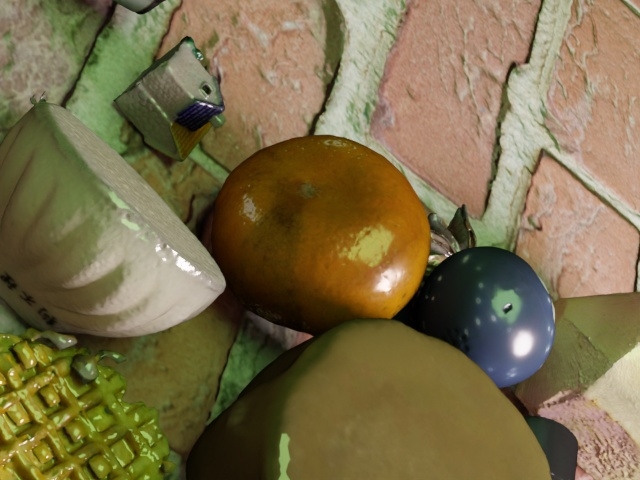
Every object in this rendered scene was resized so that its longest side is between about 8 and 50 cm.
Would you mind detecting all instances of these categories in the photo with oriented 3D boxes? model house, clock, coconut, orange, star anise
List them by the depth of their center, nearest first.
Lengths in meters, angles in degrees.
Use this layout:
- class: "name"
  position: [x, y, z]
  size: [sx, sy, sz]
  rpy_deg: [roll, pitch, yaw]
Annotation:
- class: "orange"
  position: [0.000, 0.000, 1.793]
  size: [0.240, 0.171, 0.240]
  rpy_deg: [3, 50, -3]
- class: "model house"
  position: [-0.149, -0.155, 1.823]
  size: [0.100, 0.101, 0.087]
  rpy_deg: [48, 42, -10]
- class: "clock"
  position: [0.151, 0.104, 1.836]
  size: [0.146, 0.243, 0.199]
  rpy_deg: [-25, 86, -47]
- class: "coconut"
  position: [0.355, 0.173, 2.001]
  size: [0.245, 0.233, 0.233]
  rpy_deg: [45, 44, -3]
- class: "star anise"
  position: [0.165, 0.046, 2.017]
  size: [0.195, 0.065, 0.182]
  rpy_deg: [51, 38, 0]

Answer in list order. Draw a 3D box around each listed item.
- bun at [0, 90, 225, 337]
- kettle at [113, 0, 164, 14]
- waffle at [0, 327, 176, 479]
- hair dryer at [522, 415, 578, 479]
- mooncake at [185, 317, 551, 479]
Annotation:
- class: "bun"
  position: [-0.236, 0.008, 1.613]
  size: [0.263, 0.175, 0.263]
  rpy_deg: [45, 4, -4]
- class: "kettle"
  position: [-0.242, -0.377, 1.848]
  size: [0.236, 0.161, 0.221]
  rpy_deg: [37, 15, -21]
- class: "waffle"
  position: [-0.266, 0.207, 1.538]
  size: [0.281, 0.060, 0.262]
  rpy_deg: [23, 56, -29]
- class: "hair dryer"
  position: [0.301, 0.366, 1.891]
  size: [0.302, 0.116, 0.244]
  rpy_deg: [26, 52, -17]
- class: "mooncake"
  position: [0.044, 0.277, 1.682]
  size: [0.378, 0.201, 0.378]
  rpy_deg: [17, 59, -31]
